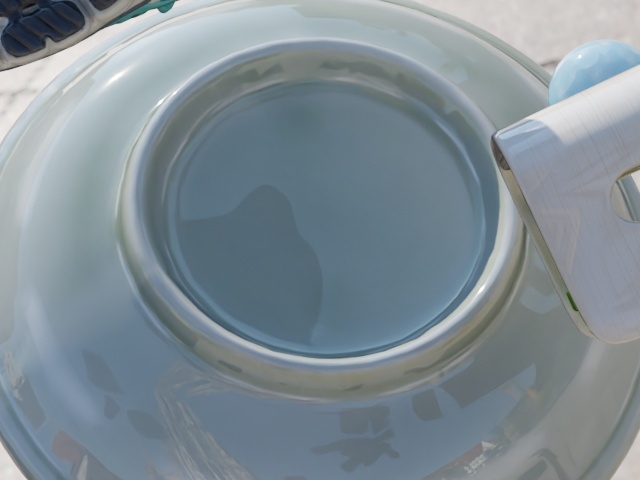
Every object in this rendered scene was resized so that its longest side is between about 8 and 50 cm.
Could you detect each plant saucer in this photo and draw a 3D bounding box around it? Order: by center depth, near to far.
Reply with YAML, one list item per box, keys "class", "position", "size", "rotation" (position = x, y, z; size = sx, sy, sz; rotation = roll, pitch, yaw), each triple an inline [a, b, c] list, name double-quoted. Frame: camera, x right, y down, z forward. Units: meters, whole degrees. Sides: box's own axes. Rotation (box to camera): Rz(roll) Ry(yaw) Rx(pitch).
- class: "plant saucer"
  position: [0.000, 0.000, 1.039]
  size: [0.400, 0.100, 0.400]
  rotation: [2, 59, -4]

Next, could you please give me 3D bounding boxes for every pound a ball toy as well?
- class: "pound a ball toy"
  position: [0.238, -0.076, 0.834]
  size: [0.319, 0.136, 0.208]
  rotation: [-26, -4, 4]

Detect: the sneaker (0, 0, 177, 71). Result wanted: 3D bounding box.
- class: "sneaker"
  position: [-0.099, -0.130, 0.870]
  size: [0.275, 0.110, 0.107]
  rotation: [-20, 76, -12]
